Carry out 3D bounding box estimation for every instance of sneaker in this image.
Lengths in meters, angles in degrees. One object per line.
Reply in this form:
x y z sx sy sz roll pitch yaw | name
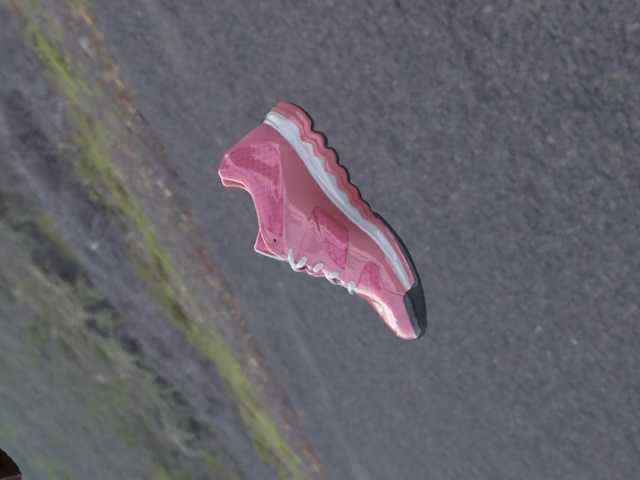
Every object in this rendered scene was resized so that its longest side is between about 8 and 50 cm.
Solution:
0.000 0.000 1.323 0.314 0.136 0.116 54 173 12 | sneaker

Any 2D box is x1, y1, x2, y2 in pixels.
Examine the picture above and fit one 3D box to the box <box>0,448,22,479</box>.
-0.377 0.229 0.927 0.167 0.203 0.168 36 -160 30 | box
